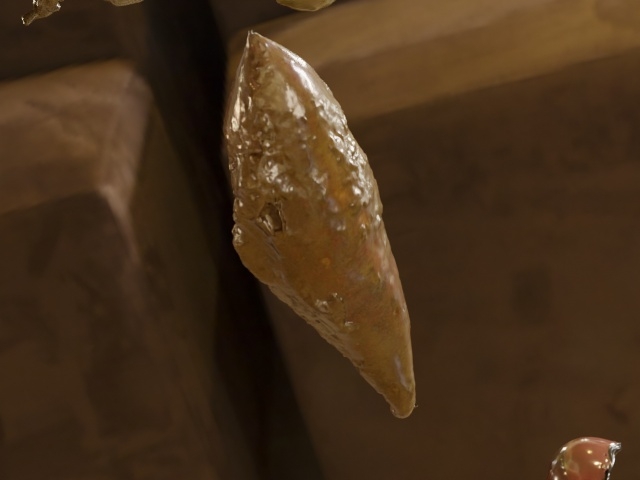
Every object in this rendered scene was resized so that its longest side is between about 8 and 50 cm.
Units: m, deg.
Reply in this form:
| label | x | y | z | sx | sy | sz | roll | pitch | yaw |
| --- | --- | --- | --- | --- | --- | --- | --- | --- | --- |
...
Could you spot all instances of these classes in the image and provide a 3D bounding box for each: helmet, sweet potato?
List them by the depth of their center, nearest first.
| label | x | y | z | sx | sy | sz | roll | pitch | yaw |
| --- | --- | --- | --- | --- | --- | --- | --- | --- | --- |
| sweet potato | 0.000 | 0.000 | 0.581 | 0.068 | 0.205 | 0.060 | -37 | 34 | -13 |
| helmet | 0.197 | 0.184 | 1.051 | 0.049 | 0.065 | 0.084 | 19 | 36 | 10 |

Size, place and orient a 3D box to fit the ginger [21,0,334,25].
| label | x | y | z | sx | sy | sz | roll | pitch | yaw |
| --- | --- | --- | --- | --- | --- | --- | --- | --- | --- |
| ginger | -0.076 | -0.147 | 0.512 | 0.333 | 0.166 | 0.080 | -24 | 7 | -23 |
